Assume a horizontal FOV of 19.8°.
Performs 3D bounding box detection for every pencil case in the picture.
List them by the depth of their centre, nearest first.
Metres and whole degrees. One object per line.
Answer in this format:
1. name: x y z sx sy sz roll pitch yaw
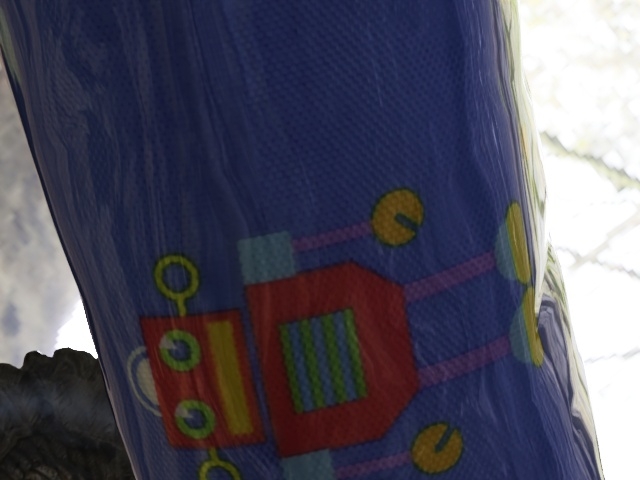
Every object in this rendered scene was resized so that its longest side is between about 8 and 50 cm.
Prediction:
1. pencil case: 0.000 0.000 0.415 0.133 0.119 0.306 -75 -26 -68

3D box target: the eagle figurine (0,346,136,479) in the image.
1. eagle figurine: -0.120 0.206 0.943 0.225 0.226 0.298 41 -177 -20
